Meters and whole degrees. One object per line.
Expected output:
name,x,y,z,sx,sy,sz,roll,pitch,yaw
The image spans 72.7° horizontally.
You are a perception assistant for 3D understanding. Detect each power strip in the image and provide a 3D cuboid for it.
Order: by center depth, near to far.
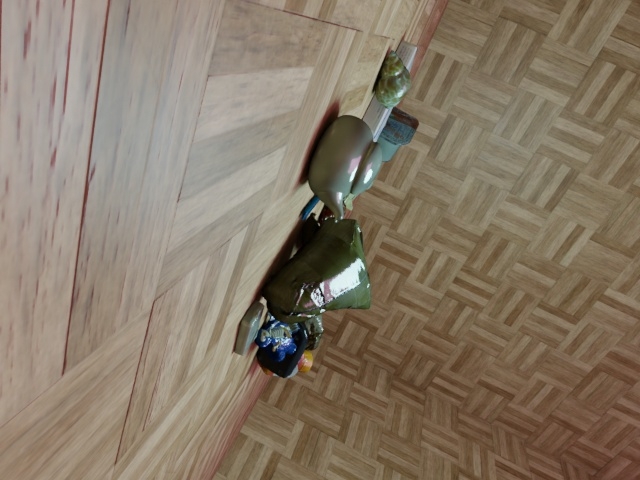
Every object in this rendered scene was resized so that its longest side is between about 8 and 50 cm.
power strip,-0.192,0.240,1.175,0.081,0.035,0.192,-60,174,-43

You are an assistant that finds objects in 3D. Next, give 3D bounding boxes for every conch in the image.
conch,0.227,-0.499,1.395,0.173,0.106,0.116,148,-51,-64

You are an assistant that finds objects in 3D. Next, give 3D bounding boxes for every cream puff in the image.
cream puff,0.052,-0.104,1.662,0.148,0.085,0.149,-62,177,-7

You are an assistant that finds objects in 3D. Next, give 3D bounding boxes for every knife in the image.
knife,-0.002,-0.131,1.311,0.044,0.026,0.296,-53,-177,35

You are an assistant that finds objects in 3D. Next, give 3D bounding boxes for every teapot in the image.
teapot,0.077,-0.199,1.071,0.219,0.149,0.318,-65,174,30

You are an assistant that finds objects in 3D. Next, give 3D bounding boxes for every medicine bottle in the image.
medicine bottle,-0.148,0.523,1.931,0.112,0.222,0.149,36,-79,52

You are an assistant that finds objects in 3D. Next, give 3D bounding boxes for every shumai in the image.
shumai,-0.059,0.357,2.076,0.283,0.217,0.345,-58,170,-45

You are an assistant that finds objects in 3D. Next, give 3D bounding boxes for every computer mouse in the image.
computer mouse,-0.141,0.409,1.745,0.100,0.170,0.269,-19,139,-62

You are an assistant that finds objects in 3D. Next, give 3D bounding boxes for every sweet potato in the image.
sweet potato,-0.002,0.004,1.497,0.130,0.131,0.423,-64,165,-4

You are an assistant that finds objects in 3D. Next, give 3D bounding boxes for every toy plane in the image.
toy plane,0.136,-0.220,1.828,0.242,0.104,0.256,-55,170,-44

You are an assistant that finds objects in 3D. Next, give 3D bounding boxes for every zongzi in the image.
zongzi,0.016,0.176,1.301,0.356,0.174,0.392,-43,132,-31

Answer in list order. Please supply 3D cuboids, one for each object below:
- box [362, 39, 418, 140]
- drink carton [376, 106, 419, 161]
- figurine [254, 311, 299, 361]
box,0.240,-0.522,1.587,0.343,0.065,0.200,-64,175,-3
drink carton,0.295,-0.465,1.941,0.191,0.186,0.189,-63,-174,-27
figurine,-0.169,0.345,1.544,0.262,0.121,0.164,52,35,-60
